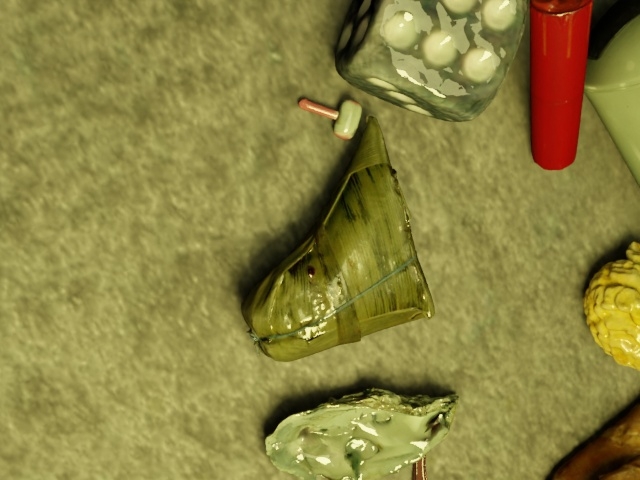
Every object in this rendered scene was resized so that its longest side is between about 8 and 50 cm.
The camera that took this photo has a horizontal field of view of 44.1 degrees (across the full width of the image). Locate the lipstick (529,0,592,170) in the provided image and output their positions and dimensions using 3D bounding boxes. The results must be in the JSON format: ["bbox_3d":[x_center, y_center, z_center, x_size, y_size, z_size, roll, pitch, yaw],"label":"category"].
[{"bbox_3d":[0.302,-0.203,1.009,0.073,0.073,0.280,-32,144,-9],"label":"lipstick"}]

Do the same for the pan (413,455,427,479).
[{"bbox_3d":[0.147,0.391,1.147,0.114,0.040,0.212,1,98,-21],"label":"pan"}]

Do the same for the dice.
[{"bbox_3d":[0.133,-0.258,0.977,0.182,0.183,0.181,19,94,-15],"label":"dice"}]

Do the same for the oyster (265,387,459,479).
[{"bbox_3d":[0.061,0.254,1.078,0.252,0.087,0.199,-40,116,1],"label":"oyster"}]

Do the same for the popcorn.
[{"bbox_3d":[0.469,0.097,1.146,0.180,0.180,0.170,26,119,-17],"label":"popcorn"}]

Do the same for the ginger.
[{"bbox_3d":[0.498,0.348,1.141,0.418,0.254,0.176,-31,99,-15],"label":"ginger"}]

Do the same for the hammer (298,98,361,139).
[{"bbox_3d":[0.011,-0.167,1.036,0.083,0.031,0.053,17,90,-11],"label":"hammer"}]

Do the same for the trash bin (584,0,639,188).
[{"bbox_3d":[0.536,-0.158,1.058,0.280,0.280,0.432,-37,109,-8],"label":"trash bin"}]

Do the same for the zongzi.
[{"bbox_3d":[0.000,0.000,1.007,0.250,0.125,0.274,-18,100,-20],"label":"zongzi"}]
